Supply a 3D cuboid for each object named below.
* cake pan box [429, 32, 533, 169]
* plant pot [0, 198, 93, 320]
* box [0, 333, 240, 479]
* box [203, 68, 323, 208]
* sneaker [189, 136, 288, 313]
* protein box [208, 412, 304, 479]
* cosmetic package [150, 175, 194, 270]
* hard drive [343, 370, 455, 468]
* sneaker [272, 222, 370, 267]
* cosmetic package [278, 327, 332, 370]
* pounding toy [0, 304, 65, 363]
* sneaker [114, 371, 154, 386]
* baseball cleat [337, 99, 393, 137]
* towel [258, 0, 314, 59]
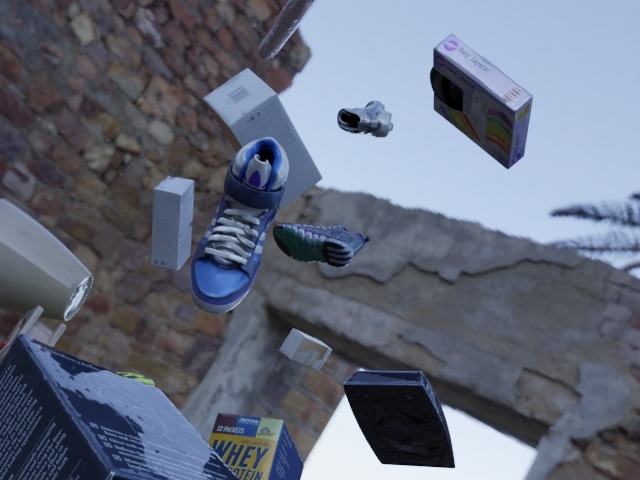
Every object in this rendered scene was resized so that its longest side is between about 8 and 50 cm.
[{"bbox_3d":[0.365,-0.320,2.037,0.267,0.070,0.245,45,-15,23],"label":"cake pan box"},{"bbox_3d":[-0.697,0.075,2.118,0.274,0.256,0.256,27,-15,2],"label":"plant pot"},{"bbox_3d":[-0.316,0.350,1.291,0.294,0.212,0.395,32,1,-40],"label":"box"},{"bbox_3d":[-0.168,-0.299,2.621,0.215,0.168,0.345,47,-9,48],"label":"box"},{"bbox_3d":[-0.152,-0.049,1.649,0.130,0.322,0.236,20,-37,5],"label":"sneaker"},{"bbox_3d":[-0.135,0.469,1.680,0.136,0.201,0.199,3,-38,16],"label":"protein box"},{"bbox_3d":[-0.404,-0.047,2.417,0.086,0.231,0.117,12,26,7],"label":"cosmetic package"},{"bbox_3d":[0.156,0.337,1.671,0.172,0.054,0.254,-4,-49,25],"label":"hard drive"},{"bbox_3d":[0.000,0.000,1.946,0.224,0.098,0.083,18,-53,37],"label":"sneaker"},{"bbox_3d":[-0.031,0.235,1.896,0.041,0.060,0.115,33,1,38],"label":"cosmetic package"},{"bbox_3d":[-0.632,0.282,1.903,0.154,0.269,0.155,-35,-68,32],"label":"pounding toy"},{"bbox_3d":[-0.531,0.390,2.085,0.109,0.296,0.123,7,-72,51],"label":"sneaker"},{"bbox_3d":[0.083,-0.250,1.777,0.110,0.072,0.206,8,9,-10],"label":"baseball cleat"},{"bbox_3d":[-0.011,-0.615,2.126,0.053,0.317,0.332,37,-29,-8],"label":"towel"}]
